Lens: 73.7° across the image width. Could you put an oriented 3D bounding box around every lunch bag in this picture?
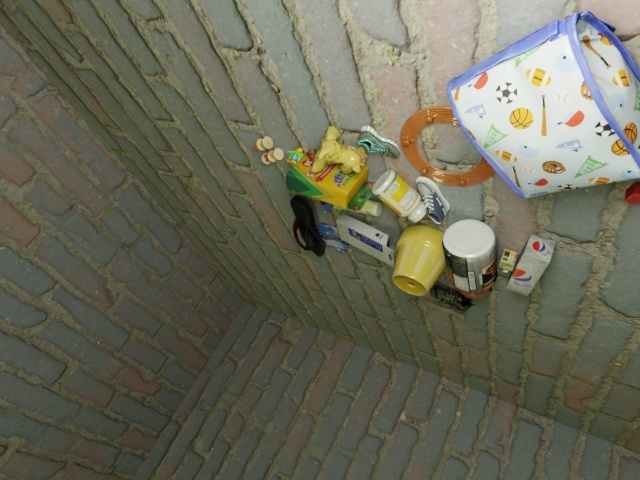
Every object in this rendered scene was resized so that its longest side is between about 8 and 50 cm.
[{"bbox_3d":[0.537,-0.310,1.001,0.385,0.239,0.327,34,157,-23],"label":"lunch bag"}]

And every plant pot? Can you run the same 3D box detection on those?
[{"bbox_3d":[0.429,0.100,1.848,0.253,0.239,0.254,24,154,12],"label":"plant pot"}]

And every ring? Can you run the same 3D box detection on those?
[{"bbox_3d":[0.415,-0.292,1.395,0.336,0.032,0.337,25,155,13],"label":"ring"}]

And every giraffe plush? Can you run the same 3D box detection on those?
[{"bbox_3d":[0.080,-0.315,1.574,0.170,0.182,0.210,22,173,-8],"label":"giraffe plush"}]

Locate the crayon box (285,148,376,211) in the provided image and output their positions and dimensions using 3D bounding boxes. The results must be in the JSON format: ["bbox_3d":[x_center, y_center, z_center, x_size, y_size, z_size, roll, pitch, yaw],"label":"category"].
[{"bbox_3d":[0.051,-0.241,1.675,0.318,0.202,0.081,21,139,19],"label":"crayon box"}]

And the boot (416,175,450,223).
[{"bbox_3d":[0.412,-0.148,1.592,0.190,0.086,0.069,42,152,-22],"label":"boot"}]

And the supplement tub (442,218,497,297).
[{"bbox_3d":[0.594,0.081,1.686,0.193,0.194,0.316,14,150,32],"label":"supplement tub"}]

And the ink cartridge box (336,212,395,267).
[{"bbox_3d":[0.231,0.000,2.026,0.332,0.065,0.165,31,156,28],"label":"ink cartridge box"}]

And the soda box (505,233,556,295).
[{"bbox_3d":[0.790,0.099,1.617,0.091,0.098,0.286,21,153,20],"label":"soda box"}]

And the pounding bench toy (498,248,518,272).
[{"bbox_3d":[0.737,0.082,1.679,0.052,0.065,0.083,18,152,23],"label":"pounding bench toy"}]

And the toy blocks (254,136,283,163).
[{"bbox_3d":[-0.248,-0.396,1.900,0.123,0.054,0.148,45,152,-28],"label":"toy blocks"}]

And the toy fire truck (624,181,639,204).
[{"bbox_3d":[0.836,-0.184,1.114,0.135,0.047,0.192,28,154,5],"label":"toy fire truck"}]

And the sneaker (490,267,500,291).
[{"bbox_3d":[0.725,0.175,1.837,0.058,0.085,0.152,22,153,18],"label":"sneaker"}]

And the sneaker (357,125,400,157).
[{"bbox_3d":[0.201,-0.330,1.506,0.166,0.076,0.065,31,155,-1],"label":"sneaker"}]

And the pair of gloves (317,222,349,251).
[{"bbox_3d":[0.065,-0.013,2.265,0.159,0.023,0.198,6,138,39],"label":"pair of gloves"}]

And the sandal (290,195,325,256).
[{"bbox_3d":[-0.090,-0.051,2.254,0.167,0.107,0.446,32,156,35],"label":"sandal"}]

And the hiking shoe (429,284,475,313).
[{"bbox_3d":[0.653,0.274,2.121,0.226,0.086,0.114,29,142,-8],"label":"hiking shoe"}]

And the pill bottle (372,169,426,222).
[{"bbox_3d":[0.309,-0.165,1.639,0.208,0.118,0.117,38,154,-13],"label":"pill bottle"}]

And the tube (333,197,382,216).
[{"bbox_3d":[0.155,-0.162,1.885,0.240,0.070,0.062,15,172,32],"label":"tube"}]

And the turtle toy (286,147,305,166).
[{"bbox_3d":[-0.091,-0.333,1.828,0.130,0.066,0.095,43,152,-23],"label":"turtle toy"}]

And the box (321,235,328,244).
[{"bbox_3d":[0.000,0.000,2.384,0.067,0.018,0.083,38,153,-15],"label":"box"}]

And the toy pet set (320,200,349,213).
[{"bbox_3d":[0.054,-0.147,2.008,0.122,0.065,0.114,8,147,38],"label":"toy pet set"}]
